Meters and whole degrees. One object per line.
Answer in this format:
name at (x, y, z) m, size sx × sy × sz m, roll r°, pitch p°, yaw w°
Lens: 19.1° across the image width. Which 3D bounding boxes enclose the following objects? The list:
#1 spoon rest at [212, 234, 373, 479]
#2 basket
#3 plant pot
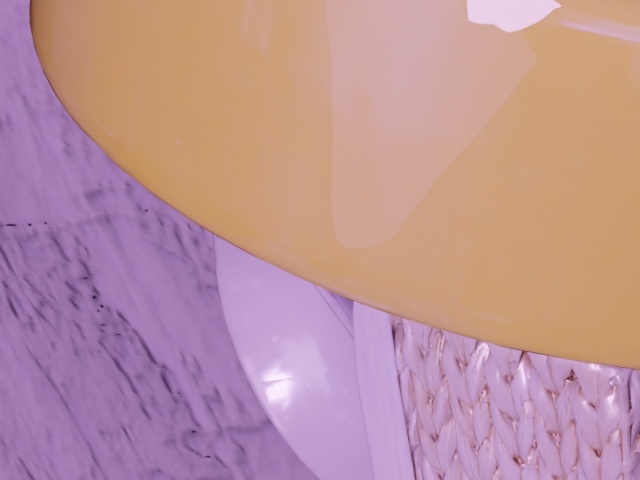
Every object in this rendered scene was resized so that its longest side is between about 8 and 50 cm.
spoon rest at (0.000, 0.000, 0.719) m, size 0.137 × 0.084 × 0.276 m, roll 38°, pitch 142°, yaw 39°
basket at (0.088, 0.062, 0.675) m, size 0.103 × 0.113 × 0.167 m, roll 16°, pitch 133°, yaw 30°
plant pot at (0.075, -0.136, 0.425) m, size 0.254 × 0.254 × 0.239 m, roll 28°, pitch 124°, yaw 24°
